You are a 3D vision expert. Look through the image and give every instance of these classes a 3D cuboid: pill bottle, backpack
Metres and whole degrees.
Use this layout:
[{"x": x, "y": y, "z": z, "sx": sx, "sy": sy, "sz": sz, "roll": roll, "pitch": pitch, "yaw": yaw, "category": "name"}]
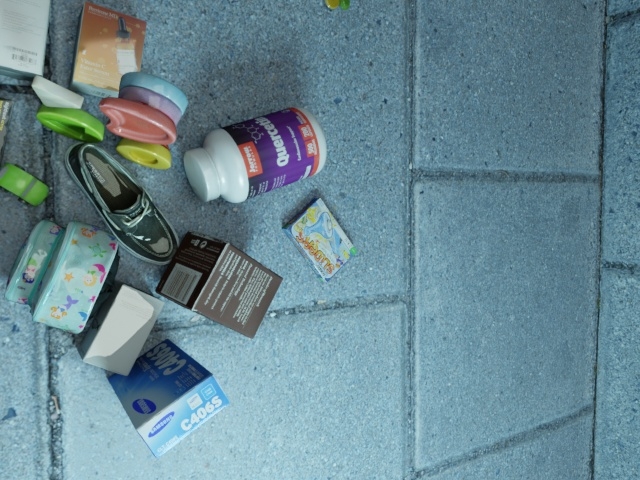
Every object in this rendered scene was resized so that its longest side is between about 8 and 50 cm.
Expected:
[{"x": -0.157, "y": -0.204, "z": 1.270, "sx": 0.323, "sy": 0.182, "sz": 0.181, "roll": -24, "pitch": 105, "yaw": -28, "category": "pill bottle"}, {"x": -0.503, "y": 0.065, "z": 1.038, "sx": 0.191, "sy": 0.254, "sz": 0.225, "roll": 25, "pitch": 81, "yaw": -29, "category": "backpack"}]

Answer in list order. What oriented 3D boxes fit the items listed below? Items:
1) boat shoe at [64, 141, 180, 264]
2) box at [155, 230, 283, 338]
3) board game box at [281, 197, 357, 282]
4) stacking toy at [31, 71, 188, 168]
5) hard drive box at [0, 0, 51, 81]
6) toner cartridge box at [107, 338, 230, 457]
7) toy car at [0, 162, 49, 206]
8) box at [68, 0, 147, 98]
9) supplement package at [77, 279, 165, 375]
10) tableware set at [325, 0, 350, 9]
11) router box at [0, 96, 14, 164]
[{"x": -0.432, "y": -0.070, "z": 1.149, "sx": 0.121, "sy": 0.119, "sz": 0.335, "roll": -48, "pitch": 116, "yaw": -20, "category": "boat shoe"}, {"x": -0.235, "y": 0.103, "z": 1.223, "sx": 0.203, "sy": 0.169, "sz": 0.167, "roll": 38, "pitch": 73, "yaw": -45, "category": "box"}, {"x": 0.000, "y": 0.000, "z": 1.460, "sx": 0.136, "sy": 0.035, "sz": 0.201, "roll": -45, "pitch": 113, "yaw": -21, "category": "board game box"}, {"x": -0.417, "y": -0.278, "z": 1.065, "sx": 0.280, "sy": 0.309, "sz": 0.130, "roll": 18, "pitch": 76, "yaw": -20, "category": "stacking toy"}, {"x": -0.636, "y": -0.452, "z": 1.023, "sx": 0.181, "sy": 0.089, "sz": 0.232, "roll": 7, "pitch": 90, "yaw": -31, "category": "hard drive box"}, {"x": -0.333, "y": 0.314, "z": 1.099, "sx": 0.165, "sy": 0.348, "sz": 0.075, "roll": -35, "pitch": 108, "yaw": -25, "category": "toner cartridge box"}, {"x": -0.637, "y": -0.146, "z": 1.008, "sx": 0.225, "sy": 0.053, "sz": 0.239, "roll": 37, "pitch": 74, "yaw": -29, "category": "toy car"}, {"x": -0.462, "y": -0.402, "z": 1.129, "sx": 0.130, "sy": 0.091, "sz": 0.170, "roll": 8, "pitch": 89, "yaw": -31, "category": "box"}, {"x": -0.447, "y": 0.193, "z": 1.165, "sx": 0.105, "sy": 0.105, "sz": 0.179, "roll": 31, "pitch": 77, "yaw": -29, "category": "supplement package"}, {"x": 0.018, "y": -0.695, "z": 1.439, "sx": 0.154, "sy": 0.024, "sz": 0.103, "roll": -7, "pitch": 100, "yaw": -31, "category": "tableware set"}, {"x": -0.697, "y": -0.207, "z": 1.026, "sx": 0.133, "sy": 0.046, "sz": 0.178, "roll": 12, "pitch": 87, "yaw": -32, "category": "router box"}]
